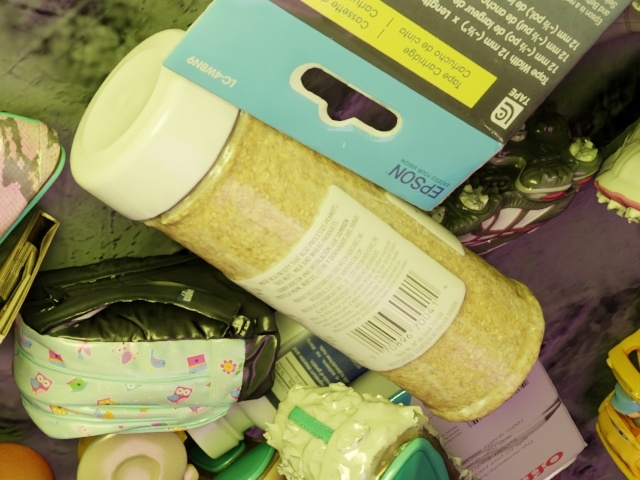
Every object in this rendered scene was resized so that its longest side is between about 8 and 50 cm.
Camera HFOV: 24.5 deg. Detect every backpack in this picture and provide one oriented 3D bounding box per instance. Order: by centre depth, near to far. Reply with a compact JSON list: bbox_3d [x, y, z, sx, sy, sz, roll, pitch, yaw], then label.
[{"bbox_3d":[-0.133,0.075,1.075,0.182,0.152,0.115,-4,110,-17],"label":"backpack"}]

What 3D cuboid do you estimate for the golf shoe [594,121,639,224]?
[{"bbox_3d":[0.301,-0.070,1.224,0.140,0.115,0.306,-60,-179,11],"label":"golf shoe"}]

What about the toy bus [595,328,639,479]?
[{"bbox_3d":[0.387,0.149,1.605,0.220,0.149,0.211,-37,131,5],"label":"toy bus"}]

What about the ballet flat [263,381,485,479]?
[{"bbox_3d":[0.061,0.224,1.206,0.147,0.147,0.409,-33,143,-5],"label":"ballet flat"}]

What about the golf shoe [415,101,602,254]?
[{"bbox_3d":[0.106,-0.024,1.201,0.273,0.105,0.120,-13,143,-29],"label":"golf shoe"}]

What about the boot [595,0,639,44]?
[{"bbox_3d":[0.256,-0.168,1.054,0.338,0.222,0.118,-35,145,-2],"label":"boot"}]

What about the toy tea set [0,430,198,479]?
[{"bbox_3d":[-0.180,0.265,1.212,0.200,0.124,0.336,-24,123,-12],"label":"toy tea set"}]

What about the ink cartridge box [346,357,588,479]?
[{"bbox_3d":[0.095,0.157,1.368,0.223,0.129,0.307,-36,144,0],"label":"ink cartridge box"}]

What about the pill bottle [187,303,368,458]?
[{"bbox_3d":[-0.034,0.090,1.202,0.187,0.112,0.112,-35,144,0],"label":"pill bottle"}]

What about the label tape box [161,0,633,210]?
[{"bbox_3d":[0.085,-0.212,0.921,0.249,0.115,0.347,27,114,-36],"label":"label tape box"}]

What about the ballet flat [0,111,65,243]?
[{"bbox_3d":[-0.253,0.005,0.971,0.079,0.077,0.221,25,109,-31],"label":"ballet flat"}]

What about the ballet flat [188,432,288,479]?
[{"bbox_3d":[-0.057,0.205,1.239,0.080,0.073,0.232,-37,-172,-8],"label":"ballet flat"}]

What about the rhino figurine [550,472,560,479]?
[{"bbox_3d":[0.221,0.280,1.662,0.106,0.073,0.243,-33,146,1],"label":"rhino figurine"}]

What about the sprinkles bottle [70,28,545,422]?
[{"bbox_3d":[0.000,0.000,1.020,0.355,0.121,0.121,35,106,-30],"label":"sprinkles bottle"}]

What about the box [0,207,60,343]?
[{"bbox_3d":[-0.247,0.089,0.999,0.021,0.164,0.201,31,115,-12],"label":"box"}]
